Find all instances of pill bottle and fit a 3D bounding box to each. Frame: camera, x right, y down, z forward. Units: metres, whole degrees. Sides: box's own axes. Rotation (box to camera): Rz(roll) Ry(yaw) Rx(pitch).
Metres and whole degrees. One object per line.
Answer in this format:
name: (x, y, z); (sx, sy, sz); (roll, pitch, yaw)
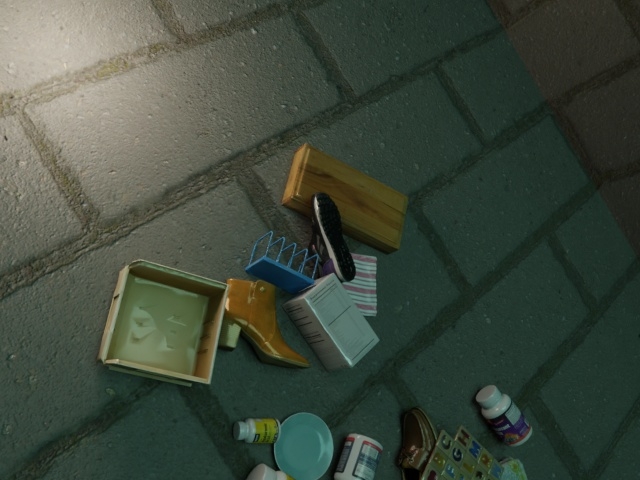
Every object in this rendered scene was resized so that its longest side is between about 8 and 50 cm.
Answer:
pill bottle: (-0.093, 0.674, 1.698); (0.209, 0.119, 0.119); (39, 58, -16)
pill bottle: (-0.169, 0.505, 1.737); (0.117, 0.065, 0.065); (9, 70, -29)
pill bottle: (0.604, 0.578, 2.172); (0.193, 0.108, 0.108); (52, 55, -7)
pill bottle: (0.098, 0.645, 1.833); (0.108, 0.108, 0.180); (34, 60, -19)

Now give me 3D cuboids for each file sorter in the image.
file sorter: (-0.106, 0.063, 1.890); (0.170, 0.118, 0.104); (28, 59, -22)

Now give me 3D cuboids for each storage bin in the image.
storage bin: (-0.395, 0.212, 1.656); (0.261, 0.123, 0.262); (20, 65, -26)

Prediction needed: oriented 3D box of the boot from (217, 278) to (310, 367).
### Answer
boot: (-0.142, 0.228, 1.822); (0.295, 0.104, 0.211); (22, 64, -20)

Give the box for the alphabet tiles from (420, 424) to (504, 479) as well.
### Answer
alphabet tiles: (0.437, 0.738, 1.955); (0.342, 0.011, 0.285); (46, 56, -17)

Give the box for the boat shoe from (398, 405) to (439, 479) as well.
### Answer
boat shoe: (0.290, 0.655, 1.949); (0.105, 0.111, 0.307); (-2, 75, -33)

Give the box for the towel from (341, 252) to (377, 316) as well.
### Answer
towel: (0.116, 0.135, 2.059); (0.144, 0.029, 0.196); (11, 69, -28)

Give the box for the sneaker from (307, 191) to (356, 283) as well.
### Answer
sneaker: (0.000, 0.000, 1.963); (0.107, 0.124, 0.283); (-14, 88, -55)

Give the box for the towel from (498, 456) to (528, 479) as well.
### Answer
towel: (0.544, 0.892, 2.049); (0.375, 0.090, 0.320); (-13, 79, -34)

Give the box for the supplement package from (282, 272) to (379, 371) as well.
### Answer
supplement package: (0.030, 0.239, 1.906); (0.139, 0.134, 0.244); (-37, 96, -35)

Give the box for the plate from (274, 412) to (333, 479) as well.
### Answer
plate: (-0.049, 0.573, 1.816); (0.188, 0.024, 0.188); (10, 69, -28)

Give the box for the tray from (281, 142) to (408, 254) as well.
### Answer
tray: (0.089, -0.129, 2.101); (0.411, 0.076, 0.202); (24, 63, -23)
